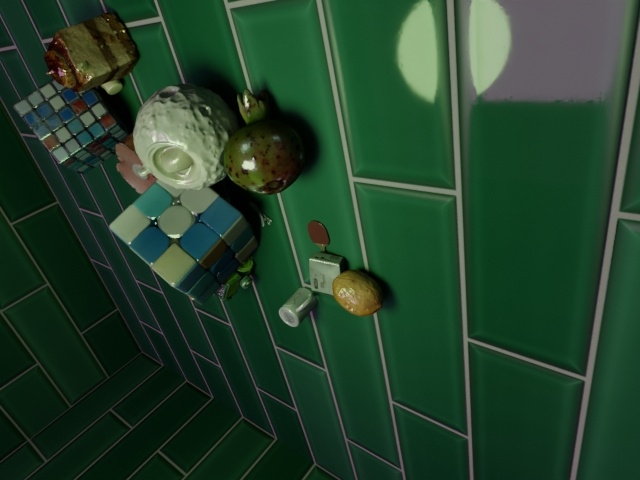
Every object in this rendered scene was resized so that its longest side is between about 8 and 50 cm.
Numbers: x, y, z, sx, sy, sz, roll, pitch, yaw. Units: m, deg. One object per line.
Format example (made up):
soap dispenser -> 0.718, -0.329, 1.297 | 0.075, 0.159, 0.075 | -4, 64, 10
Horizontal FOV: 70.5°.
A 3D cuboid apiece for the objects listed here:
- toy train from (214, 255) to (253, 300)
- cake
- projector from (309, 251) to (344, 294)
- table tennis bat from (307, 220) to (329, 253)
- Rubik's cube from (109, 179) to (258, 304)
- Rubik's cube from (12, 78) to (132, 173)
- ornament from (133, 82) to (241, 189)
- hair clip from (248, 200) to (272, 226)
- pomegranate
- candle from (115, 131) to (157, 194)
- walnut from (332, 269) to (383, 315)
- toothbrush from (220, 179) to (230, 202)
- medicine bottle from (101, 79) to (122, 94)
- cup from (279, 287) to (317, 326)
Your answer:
toy train -> -0.417, 0.115, 1.940 | 0.272, 0.188, 0.159 | 43, 141, 13
cake -> -0.839, -0.664, 1.623 | 0.199, 0.293, 0.196 | -3, 119, 51
projector -> 0.026, 0.115, 1.585 | 0.115, 0.061, 0.147 | 12, 129, 19
table tennis bat -> 0.000, 0.000, 1.570 | 0.087, 0.013, 0.156 | 6, 123, 40
Rubik's cube -> -0.487, -0.016, 1.690 | 0.347, 0.346, 0.344 | 37, 167, 14
Rubik's cube -> -0.991, -0.479, 1.860 | 0.293, 0.287, 0.292 | 53, 172, -4
ornament -> -0.421, -0.338, 1.458 | 0.337, 0.337, 0.337 | 26, 137, 28
hair clip -> -0.233, -0.099, 1.699 | 0.115, 0.039, 0.030 | 47, 137, 8
pomegranate -> -0.189, -0.281, 1.350 | 0.306, 0.242, 0.242 | 54, 143, 9
candle -> -0.738, -0.313, 1.960 | 0.287, 0.131, 0.317 | 37, 150, 4
walnut -> 0.126, 0.174, 1.492 | 0.180, 0.144, 0.144 | 28, 138, 18
toothbrush -> -0.384, -0.260, 1.728 | 0.025, 0.019, 0.275 | 25, 136, 37
medicine bottle -> -0.889, -0.696, 1.789 | 0.252, 0.114, 0.114 | 52, 143, -3
cup -> -0.085, 0.249, 1.765 | 0.099, 0.133, 0.136 | 30, 139, 19
